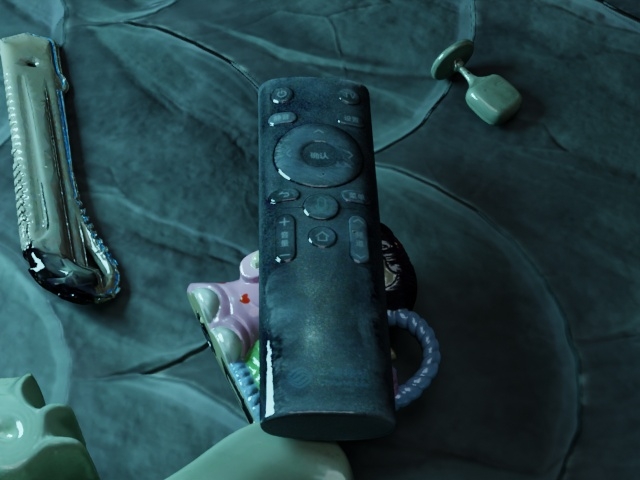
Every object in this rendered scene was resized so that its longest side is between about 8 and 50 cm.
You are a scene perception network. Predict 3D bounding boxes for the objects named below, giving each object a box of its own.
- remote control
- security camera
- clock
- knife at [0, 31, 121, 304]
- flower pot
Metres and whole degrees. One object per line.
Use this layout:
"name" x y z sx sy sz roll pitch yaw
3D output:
"remote control" 0.000 0.000 1.151 0.107 0.044 0.378 4 49 -7
"security camera" 0.161 -0.155 1.376 0.058 0.058 0.092 -31 71 -19
"clock" 0.004 0.080 1.181 0.195 0.100 0.194 -25 62 -12
"knife" -0.267 -0.077 1.333 0.089 0.043 0.365 10 45 -33
"flower pot" -0.165 0.246 1.028 0.367 0.165 0.254 8 49 7
